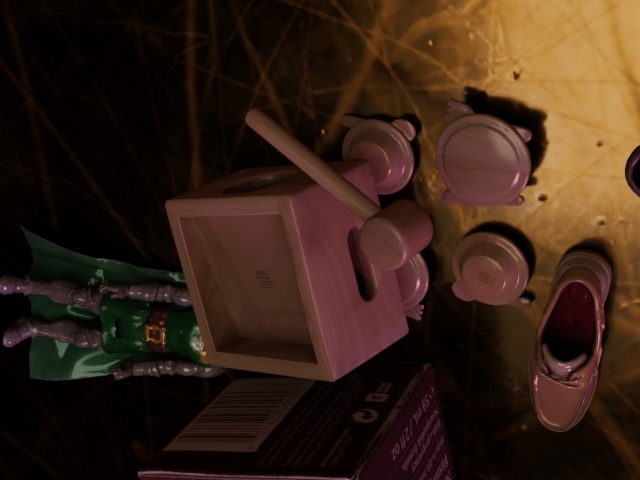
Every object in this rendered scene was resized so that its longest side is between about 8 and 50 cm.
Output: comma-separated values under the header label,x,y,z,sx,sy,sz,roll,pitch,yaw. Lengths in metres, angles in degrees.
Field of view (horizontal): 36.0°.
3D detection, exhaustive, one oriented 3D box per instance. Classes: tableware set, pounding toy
label,x,y,z,sx,sy,sz,roll,pitch,yaw
tableware set,0.078,-0.017,0.677,0.141,0.020,0.168,7,118,28
pounding toy,0.002,-0.009,0.653,0.206,0.094,0.181,0,109,44

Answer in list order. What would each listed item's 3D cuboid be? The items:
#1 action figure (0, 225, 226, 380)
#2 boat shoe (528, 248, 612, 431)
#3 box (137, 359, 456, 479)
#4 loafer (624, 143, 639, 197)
label,x,y,z,sx,sy,sz,roll,pitch,yaw
action figure,-0.150,0.067,0.797,0.232,0.063,0.137,5,109,19
boat shoe,0.163,0.074,0.661,0.050,0.045,0.135,10,114,21
box,0.000,0.213,0.720,0.167,0.168,0.203,-5,108,26
loafer,0.278,-0.043,0.453,0.302,0.095,0.109,0,109,60
